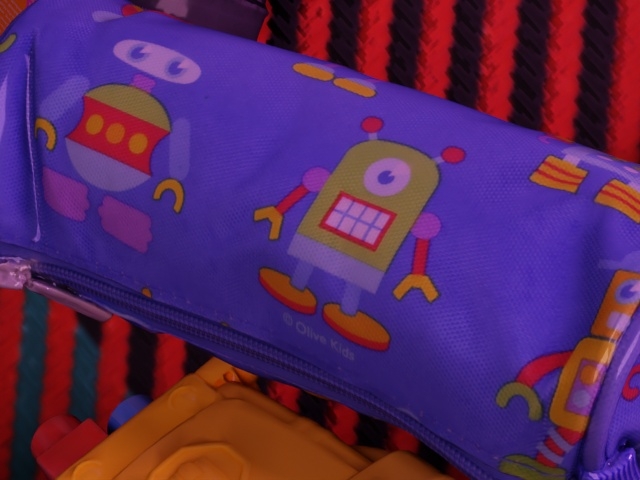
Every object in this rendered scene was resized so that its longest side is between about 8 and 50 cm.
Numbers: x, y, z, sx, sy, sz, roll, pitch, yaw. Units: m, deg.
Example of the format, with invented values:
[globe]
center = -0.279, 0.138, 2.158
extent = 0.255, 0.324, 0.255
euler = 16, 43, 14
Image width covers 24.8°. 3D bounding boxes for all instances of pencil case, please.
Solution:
[pencil case]
center = 0.000, 0.000, 0.533
extent = 0.306, 0.119, 0.133
euler = 21, 69, 28

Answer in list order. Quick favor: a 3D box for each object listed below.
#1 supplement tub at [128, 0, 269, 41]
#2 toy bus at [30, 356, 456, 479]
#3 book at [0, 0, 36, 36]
[supplement tub]
center = -0.031, -0.187, 0.640
extent = 0.106, 0.106, 0.198
euler = 21, 95, 16
[toy bus]
center = -0.032, 0.155, 0.606
extent = 0.149, 0.220, 0.211
euler = -39, 45, -20
[book]
center = -0.126, -0.104, 0.654
extent = 0.096, 0.035, 0.144
euler = 50, 136, 34
